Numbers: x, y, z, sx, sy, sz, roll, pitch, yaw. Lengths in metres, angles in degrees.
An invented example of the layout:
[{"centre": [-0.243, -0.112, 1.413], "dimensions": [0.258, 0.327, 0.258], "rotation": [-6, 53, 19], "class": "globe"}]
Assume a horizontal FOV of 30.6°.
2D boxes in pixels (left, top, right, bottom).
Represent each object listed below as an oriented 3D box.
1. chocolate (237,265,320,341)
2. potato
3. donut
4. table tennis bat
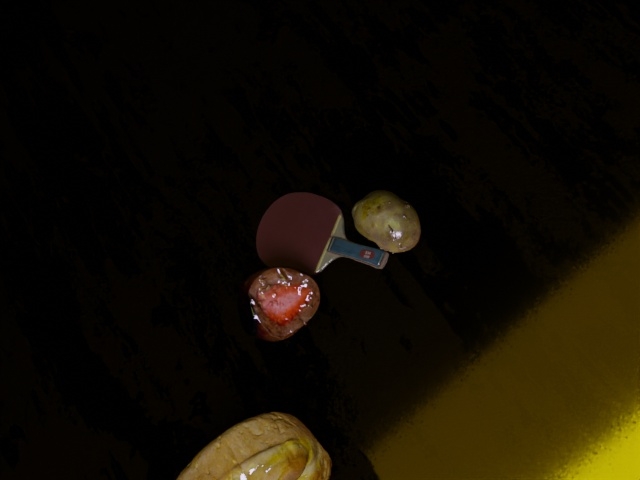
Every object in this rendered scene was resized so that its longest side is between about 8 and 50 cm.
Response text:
[{"centre": [-0.067, 0.104, 1.981], "dimensions": [0.127, 0.133, 0.124], "rotation": [-120, 31, -52], "class": "chocolate"}, {"centre": [0.109, -0.035, 1.959], "dimensions": [0.138, 0.070, 0.091], "rotation": [37, 82, 34], "class": "potato"}, {"centre": [-0.116, 0.383, 1.847], "dimensions": [0.261, 0.208, 0.128], "rotation": [-40, 57, 5], "class": "donut"}, {"centre": [0.000, 0.000, 2.037], "dimensions": [0.274, 0.021, 0.154], "rotation": [17, 81, 34], "class": "table tennis bat"}]
